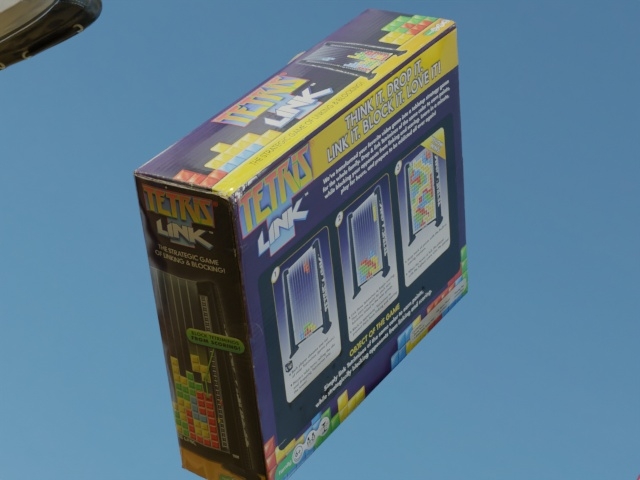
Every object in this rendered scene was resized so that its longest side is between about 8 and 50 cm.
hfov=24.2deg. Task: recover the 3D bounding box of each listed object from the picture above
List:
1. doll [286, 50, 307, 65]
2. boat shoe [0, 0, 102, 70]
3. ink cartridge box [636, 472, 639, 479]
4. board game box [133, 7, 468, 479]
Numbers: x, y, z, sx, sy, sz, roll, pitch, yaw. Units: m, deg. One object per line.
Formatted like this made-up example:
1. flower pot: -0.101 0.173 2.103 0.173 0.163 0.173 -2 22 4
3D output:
1. doll: -0.008 -0.042 1.032 0.129 0.046 0.189 18 -54 27
2. boat shoe: -0.166 -0.095 0.716 0.142 0.049 0.040 -21 -39 31
3. ink cartridge box: 0.289 0.192 0.933 0.176 0.128 0.127 -32 -87 34
4. board game box: 0.000 0.000 0.621 0.048 0.170 0.141 13 -55 31
